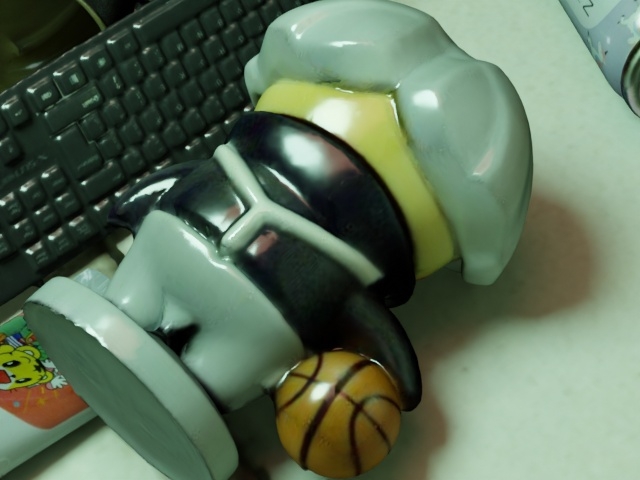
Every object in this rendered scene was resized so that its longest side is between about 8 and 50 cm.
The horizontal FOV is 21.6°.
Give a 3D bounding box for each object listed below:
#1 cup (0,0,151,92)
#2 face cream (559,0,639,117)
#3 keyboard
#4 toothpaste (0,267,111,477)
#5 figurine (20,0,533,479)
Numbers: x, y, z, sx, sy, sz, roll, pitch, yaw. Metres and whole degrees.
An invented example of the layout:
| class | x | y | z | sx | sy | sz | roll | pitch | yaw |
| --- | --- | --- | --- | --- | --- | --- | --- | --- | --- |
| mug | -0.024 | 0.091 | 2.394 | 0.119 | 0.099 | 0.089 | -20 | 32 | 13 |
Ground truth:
| class | x | y | z | sx | sy | sz | roll | pitch | yaw |
| --- | --- | --- | --- | --- | --- | --- | --- | --- | --- |
| cup | -0.138 | -0.171 | 0.960 | 0.239 | 0.166 | 0.177 | -5 | 47 | 12 |
| face cream | 0.166 | -0.139 | 0.903 | 0.075 | 0.075 | 0.229 | -17 | 43 | -3 |
| keyboard | -0.095 | -0.066 | 0.889 | 0.310 | 0.101 | 0.018 | -35 | 20 | -23 |
| toothpaste | -0.171 | 0.089 | 0.783 | 0.234 | 0.057 | 0.089 | -33 | 47 | -32 |
| figurine | 0.000 | 0.000 | 0.761 | 0.176 | 0.133 | 0.236 | 39 | 69 | 13 |
